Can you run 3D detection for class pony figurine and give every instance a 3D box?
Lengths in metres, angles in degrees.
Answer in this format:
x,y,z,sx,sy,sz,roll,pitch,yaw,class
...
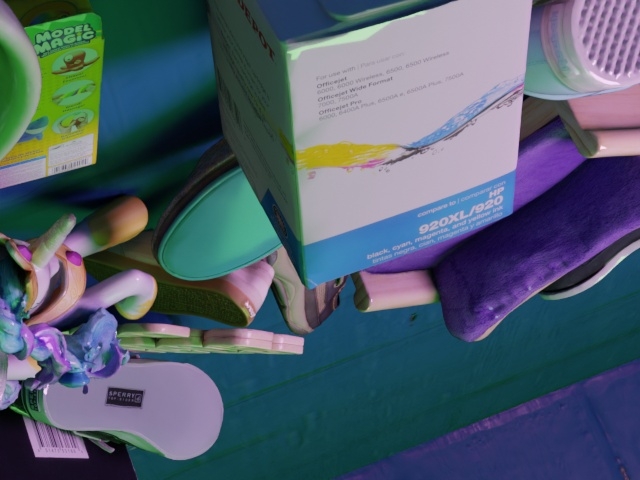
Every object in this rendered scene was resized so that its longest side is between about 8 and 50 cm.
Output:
x,y,z,sx,sy,sz,roll,pitch,yaw,class
-0.299,0.077,1.195,0.351,0.303,0.363,-32,176,7,pony figurine

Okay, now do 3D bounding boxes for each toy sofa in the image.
x,y,z,sx,sy,sz,roll,pitch,yaw,class
0.191,-0.031,1.550,0.150,0.177,0.362,-4,155,-46,toy sofa

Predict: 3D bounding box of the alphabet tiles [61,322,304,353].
x,y,z,sx,sy,sz,roll,pitch,yaw,class
-0.169,0.108,1.576,0.284,0.021,0.278,-1,172,25,alphabet tiles

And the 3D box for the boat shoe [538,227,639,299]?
x,y,z,sx,sy,sz,roll,pitch,yaw,class
0.378,-0.024,1.939,0.302,0.091,0.114,-37,-159,35,boat shoe

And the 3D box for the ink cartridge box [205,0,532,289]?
x,y,z,sx,sy,sz,roll,pitch,yaw,class
0.028,-0.123,0.996,0.168,0.171,0.232,-19,143,-12,ink cartridge box

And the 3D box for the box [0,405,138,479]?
x,y,z,sx,sy,sz,roll,pitch,yaw,class
-0.419,0.271,1.675,0.294,0.182,0.296,-29,160,19,box

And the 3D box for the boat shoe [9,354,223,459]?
x,y,z,sx,sy,sz,roll,pitch,yaw,class
-0.235,0.180,1.657,0.105,0.113,0.306,6,176,37,boat shoe

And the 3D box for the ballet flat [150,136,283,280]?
x,y,z,sx,sy,sz,roll,pitch,yaw,class
-0.020,-0.082,1.257,0.316,0.106,0.107,-36,123,23,ballet flat

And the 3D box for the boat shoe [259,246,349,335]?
x,y,z,sx,sy,sz,roll,pitch,yaw,class
0.000,0.000,1.485,0.130,0.132,0.355,-22,163,-1,boat shoe

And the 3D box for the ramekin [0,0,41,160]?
x,y,z,sx,sy,sz,roll,pitch,yaw,class
-0.314,-0.106,0.776,0.303,0.148,0.303,-21,162,-7,ramekin

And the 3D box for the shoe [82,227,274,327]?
x,y,z,sx,sy,sz,roll,pitch,yaw,class
-0.138,0.029,1.388,0.219,0.058,0.076,13,149,33,shoe

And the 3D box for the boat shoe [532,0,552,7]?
x,y,z,sx,sy,sz,roll,pitch,yaw,class
0.169,-0.224,1.141,0.224,0.080,0.073,-23,168,20,boat shoe

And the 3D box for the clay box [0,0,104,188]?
x,y,z,sx,sy,sz,roll,pitch,yaw,class
-0.222,-0.106,1.041,0.127,0.053,0.222,-17,160,-17,clay box

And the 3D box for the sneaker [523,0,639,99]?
x,y,z,sx,sy,sz,roll,pitch,yaw,class
0.280,-0.200,1.307,0.366,0.135,0.150,-11,-173,-41,sneaker
